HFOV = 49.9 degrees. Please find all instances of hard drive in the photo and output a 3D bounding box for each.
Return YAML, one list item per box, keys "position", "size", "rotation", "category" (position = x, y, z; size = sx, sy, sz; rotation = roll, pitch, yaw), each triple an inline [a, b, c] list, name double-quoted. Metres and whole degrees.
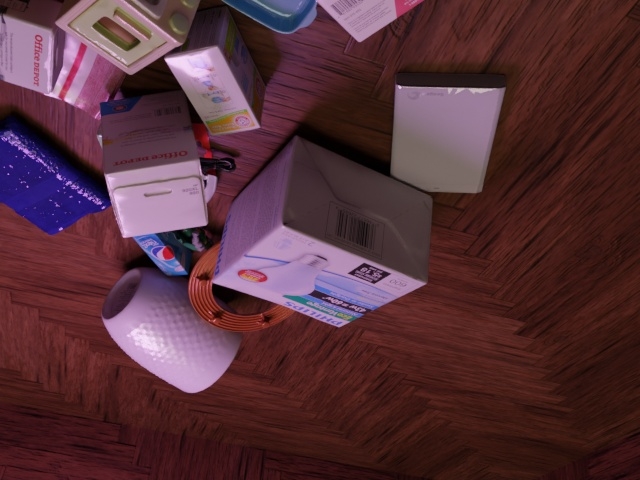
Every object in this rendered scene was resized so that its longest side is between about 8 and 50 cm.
- position: [0.248, -0.209, 1.400]
  size: [0.203, 0.040, 0.307]
  rotation: [2, 146, 5]
  category: "hard drive"

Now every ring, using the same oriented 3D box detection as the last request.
- position: [-0.176, 0.118, 1.807]
  size: [0.337, 0.032, 0.336]
  rotation: [-10, 128, -13]
  category: "ring"

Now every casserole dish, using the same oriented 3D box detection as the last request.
- position: [-0.091, -0.421, 1.145]
  size: [0.188, 0.037, 0.114]
  rotation: [24, 142, -23]
  category: "casserole dish"

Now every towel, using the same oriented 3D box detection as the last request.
- position: [-0.663, -0.148, 1.595]
  size: [0.228, 0.076, 0.308]
  rotation: [-22, 137, 23]
  category: "towel"
- position: [-0.529, -0.367, 1.285]
  size: [0.329, 0.037, 0.237]
  rotation: [22, 141, -22]
  category: "towel"

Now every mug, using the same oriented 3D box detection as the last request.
- position: [-0.456, 0.225, 1.961]
  size: [0.328, 0.276, 0.374]
  rotation: [41, 162, -33]
  category: "mug"

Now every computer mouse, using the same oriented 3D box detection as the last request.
- position: [-0.266, -0.124, 1.566]
  size: [0.106, 0.042, 0.193]
  rotation: [-3, 153, -25]
  category: "computer mouse"

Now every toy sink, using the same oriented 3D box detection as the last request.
- position: [-0.289, -0.386, 1.099]
  size: [0.234, 0.131, 0.153]
  rotation: [-13, 145, 42]
  category: "toy sink"

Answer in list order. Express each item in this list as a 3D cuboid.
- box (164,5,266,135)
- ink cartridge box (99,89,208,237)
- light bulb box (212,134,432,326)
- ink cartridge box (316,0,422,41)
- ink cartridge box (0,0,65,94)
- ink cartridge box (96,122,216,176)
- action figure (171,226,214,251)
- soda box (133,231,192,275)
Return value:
- position: [-0.185, -0.304, 1.257]
  size: [0.103, 0.114, 0.203]
  rotation: [-7, 144, 15]
  category: "box"
- position: [-0.323, -0.151, 1.341]
  size: [0.171, 0.232, 0.168]
  rotation: [-10, 136, -9]
  category: "ink cartridge box"
- position: [0.000, 0.000, 1.541]
  size: [0.358, 0.225, 0.361]
  rotation: [22, 149, -22]
  category: "light bulb box"
- position: [0.049, -0.442, 1.038]
  size: [0.172, 0.100, 0.237]
  rotation: [-25, 136, 36]
  category: "ink cartridge box"
- position: [-0.558, -0.362, 1.197]
  size: [0.208, 0.086, 0.153]
  rotation: [17, 140, -13]
  category: "ink cartridge box"
- position: [-0.355, -0.183, 1.512]
  size: [0.225, 0.056, 0.181]
  rotation: [4, 146, 4]
  category: "ink cartridge box"
- position: [-0.326, -0.037, 1.681]
  size: [0.064, 0.137, 0.232]
  rotation: [-19, 149, 11]
  category: "action figure"
- position: [-0.408, 0.007, 1.774]
  size: [0.067, 0.071, 0.210]
  rotation: [-6, 143, 17]
  category: "soda box"
